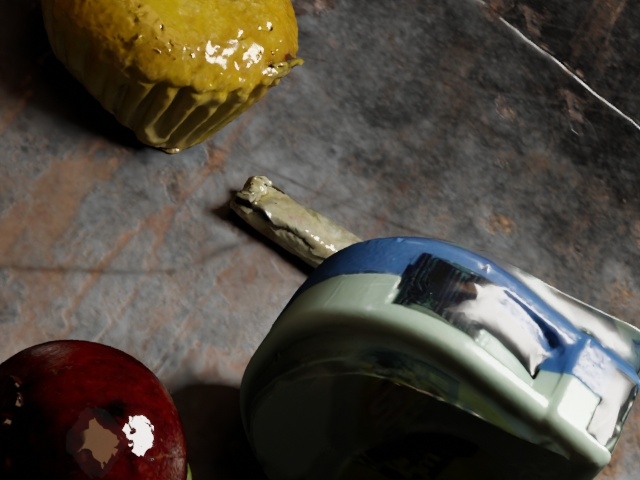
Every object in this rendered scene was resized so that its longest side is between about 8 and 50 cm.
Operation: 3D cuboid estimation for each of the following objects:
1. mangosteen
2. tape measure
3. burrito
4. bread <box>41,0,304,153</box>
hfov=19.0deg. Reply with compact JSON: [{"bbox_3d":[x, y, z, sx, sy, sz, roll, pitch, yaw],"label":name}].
[{"bbox_3d":[-0.161,0.165,1.321,0.199,0.200,0.200,19,46,-22],"label":"mangosteen"},{"bbox_3d":[0.076,0.128,1.439,0.262,0.259,0.138,32,43,-8],"label":"tape measure"},{"bbox_3d":[-0.001,0.001,1.654,0.171,0.042,0.051,31,44,-6],"label":"burrito"},{"bbox_3d":[-0.136,-0.196,1.646,0.240,0.139,0.240,20,46,-22],"label":"bread"}]
